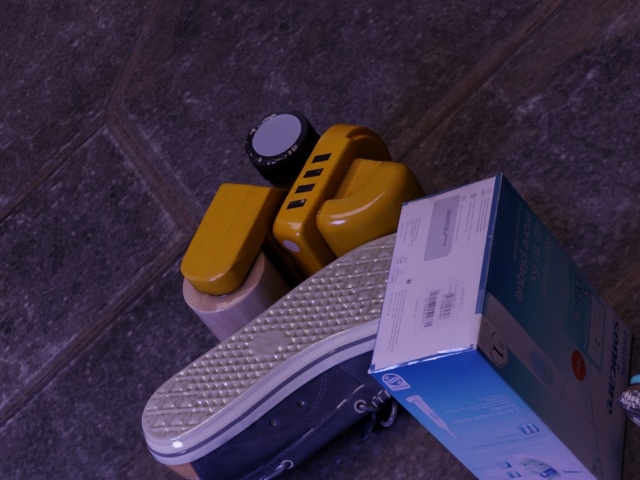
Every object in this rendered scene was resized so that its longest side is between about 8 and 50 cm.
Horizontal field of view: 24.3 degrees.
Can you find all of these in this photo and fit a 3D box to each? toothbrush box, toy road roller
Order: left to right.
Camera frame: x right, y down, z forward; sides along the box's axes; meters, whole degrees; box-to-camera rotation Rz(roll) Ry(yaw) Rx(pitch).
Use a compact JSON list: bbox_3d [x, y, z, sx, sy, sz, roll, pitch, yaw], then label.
[{"bbox_3d":[0.000,0.000,1.907,0.240,0.202,0.329,9,60,36],"label":"toy road roller"},{"bbox_3d":[0.193,0.113,1.514,0.126,0.295,0.216,-15,44,33],"label":"toothbrush box"}]

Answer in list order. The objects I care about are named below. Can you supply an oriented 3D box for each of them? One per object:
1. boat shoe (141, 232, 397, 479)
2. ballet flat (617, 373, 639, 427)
[{"bbox_3d":[0.029,0.142,1.777,0.500,0.156,0.187,-33,31,-4],"label":"boat shoe"},{"bbox_3d":[0.480,0.187,1.301,0.482,0.164,0.182,-10,68,36],"label":"ballet flat"}]
